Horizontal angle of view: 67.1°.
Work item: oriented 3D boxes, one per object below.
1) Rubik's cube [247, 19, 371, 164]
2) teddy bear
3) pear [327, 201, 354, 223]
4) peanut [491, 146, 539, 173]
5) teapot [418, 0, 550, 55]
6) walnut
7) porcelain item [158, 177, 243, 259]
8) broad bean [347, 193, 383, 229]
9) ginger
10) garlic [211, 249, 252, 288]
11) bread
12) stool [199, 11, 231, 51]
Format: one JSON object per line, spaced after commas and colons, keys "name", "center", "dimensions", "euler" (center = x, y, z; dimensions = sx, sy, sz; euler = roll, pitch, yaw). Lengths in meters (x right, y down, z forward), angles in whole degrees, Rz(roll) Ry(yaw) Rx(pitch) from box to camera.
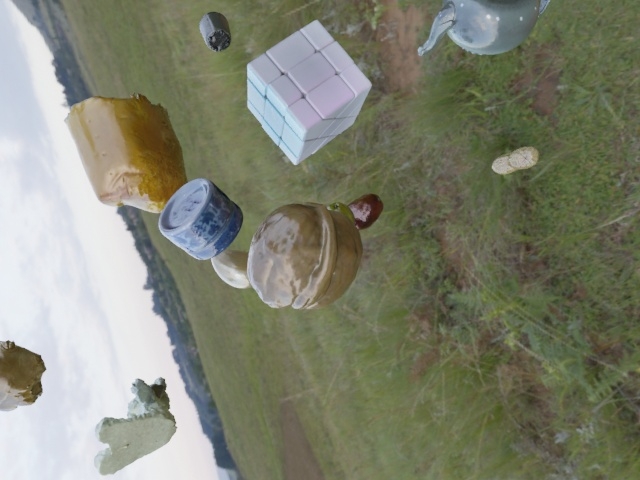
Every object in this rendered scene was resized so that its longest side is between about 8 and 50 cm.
{"name": "Rubik's cube", "center": [-0.054, -0.527, 1.763], "dimensions": [0.316, 0.318, 0.322], "euler": [51, 165, 3]}
{"name": "teddy bear", "center": [-0.753, 0.707, 1.940], "dimensions": [0.362, 0.375, 0.328], "euler": [18, 107, 49]}
{"name": "pear", "center": [0.074, -0.086, 1.811], "dimensions": [0.107, 0.107, 0.131], "euler": [57, 177, 43]}
{"name": "peanut", "center": [0.440, -0.180, 1.094], "dimensions": [0.113, 0.053, 0.054], "euler": [-18, 87, 53]}
{"name": "teapot", "center": [0.349, -0.468, 1.004], "dimensions": [0.130, 0.294, 0.193], "euler": [94, 156, -58]}
{"name": "walnut", "center": [-0.037, 0.035, 1.232], "dimensions": [0.285, 0.296, 0.286], "euler": [-25, 60, 53]}
{"name": "porcelain item", "center": [-0.244, -0.042, 1.001], "dimensions": [0.114, 0.147, 0.147], "euler": [45, -175, -39]}
{"name": "broad bean", "center": [0.177, -0.118, 2.164], "dimensions": [0.122, 0.228, 0.156], "euler": [58, -175, 32]}
{"name": "ginger", "center": [-0.939, 0.339, 1.305], "dimensions": [0.166, 0.375, 0.237], "euler": [-57, -13, -59]}
{"name": "garlic", "center": [-0.314, 0.098, 1.857], "dimensions": [0.145, 0.244, 0.164], "euler": [122, 162, -75]}
{"name": "bread", "center": [-0.576, -0.274, 1.570], "dimensions": [0.395, 0.250, 0.361], "euler": [66, -159, 5]}
{"name": "stool", "center": [-0.335, -0.667, 1.546], "dimensions": [0.096, 0.096, 0.110], "euler": [101, 153, -53]}
